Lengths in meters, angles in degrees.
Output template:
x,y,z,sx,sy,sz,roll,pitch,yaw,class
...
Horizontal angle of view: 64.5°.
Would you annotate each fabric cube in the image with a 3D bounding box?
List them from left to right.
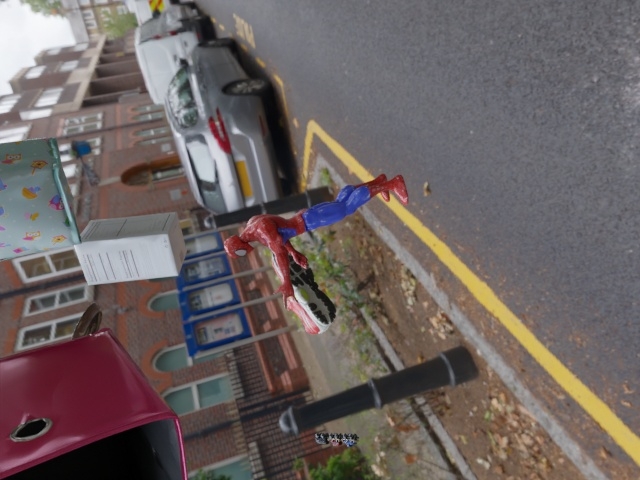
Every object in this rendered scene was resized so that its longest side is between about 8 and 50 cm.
x,y,z,sx,sy,sz,roll,pitch,yaw,class
-0.314,0.285,0.575,0.258,0.254,0.258,21,117,51,fabric cube

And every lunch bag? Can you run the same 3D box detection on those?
x,y,z,sx,sy,sz,roll,pitch,yaw,class
-0.648,-0.071,1.082,0.160,0.224,0.262,57,150,37,lunch bag

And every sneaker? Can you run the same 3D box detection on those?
x,y,z,sx,sy,sz,roll,pitch,yaw,class
-0.071,0.149,1.456,0.278,0.107,0.118,58,135,19,sneaker

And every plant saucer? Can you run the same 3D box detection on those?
x,y,z,sx,sy,sz,roll,pitch,yaw,class
-0.712,0.273,1.553,0.168,0.029,0.168,-160,90,-86,plant saucer

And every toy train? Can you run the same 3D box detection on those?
x,y,z,sx,sy,sz,roll,pitch,yaw,class
0.047,0.581,1.478,0.158,0.027,0.036,-16,63,39,toy train

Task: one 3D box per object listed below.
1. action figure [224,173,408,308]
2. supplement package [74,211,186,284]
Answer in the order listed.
x,y,z,sx,sy,sz,roll,pitch,yaw,class
0.000,0.000,0.761,0.091,0.281,0.138,-161,56,-68,action figure
-0.508,0.020,1.377,0.139,0.245,0.133,-96,1,-62,supplement package
